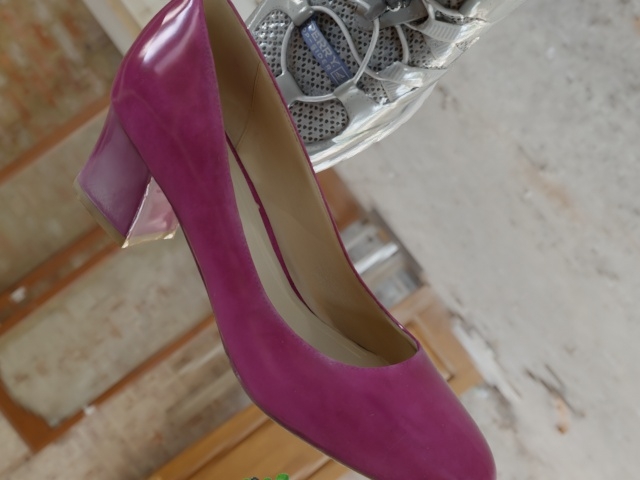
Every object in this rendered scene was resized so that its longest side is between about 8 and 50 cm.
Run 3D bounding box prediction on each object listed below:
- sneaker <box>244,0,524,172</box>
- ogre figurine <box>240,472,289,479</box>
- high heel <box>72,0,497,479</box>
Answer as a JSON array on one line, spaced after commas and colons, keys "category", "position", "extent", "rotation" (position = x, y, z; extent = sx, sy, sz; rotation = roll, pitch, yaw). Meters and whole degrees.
[{"category": "sneaker", "position": [0.046, -0.138, 0.714], "extent": [0.105, 0.281, 0.115], "rotation": [51, -168, 5]}, {"category": "ogre figurine", "position": [-0.007, 0.247, 1.069], "extent": [0.197, 0.097, 0.118], "rotation": [-9, 108, 44]}, {"category": "high heel", "position": [0.000, 0.000, 0.601], "extent": [0.244, 0.117, 0.082], "rotation": [44, -151, 22]}]
